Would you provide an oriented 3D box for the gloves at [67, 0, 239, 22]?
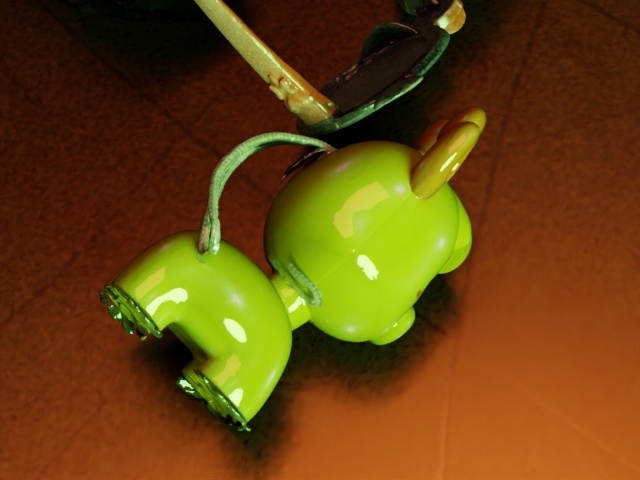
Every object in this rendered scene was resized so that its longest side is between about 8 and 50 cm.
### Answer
[{"bbox_3d":[-0.138,-0.197,0.912,0.129,0.106,0.181,-33,34,-22],"label":"gloves"}]

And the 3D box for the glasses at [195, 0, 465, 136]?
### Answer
[{"bbox_3d":[-0.015,-0.212,0.814,0.268,0.118,0.234,44,57,-20],"label":"glasses"}]

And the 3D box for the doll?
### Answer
[{"bbox_3d":[0.000,0.000,0.766,0.221,0.143,0.135,-40,94,-12],"label":"doll"}]
